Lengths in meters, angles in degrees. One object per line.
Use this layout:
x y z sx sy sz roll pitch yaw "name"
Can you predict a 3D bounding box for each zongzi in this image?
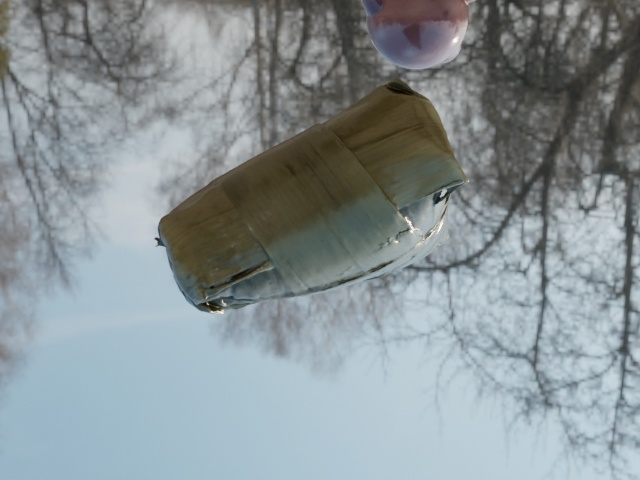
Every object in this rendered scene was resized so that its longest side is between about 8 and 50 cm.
0.000 0.000 0.543 0.160 0.078 0.176 -23 161 -2 "zongzi"

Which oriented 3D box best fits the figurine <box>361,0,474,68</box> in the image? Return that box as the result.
0.063 -0.150 0.645 0.083 0.071 0.067 16 -138 -21 "figurine"
